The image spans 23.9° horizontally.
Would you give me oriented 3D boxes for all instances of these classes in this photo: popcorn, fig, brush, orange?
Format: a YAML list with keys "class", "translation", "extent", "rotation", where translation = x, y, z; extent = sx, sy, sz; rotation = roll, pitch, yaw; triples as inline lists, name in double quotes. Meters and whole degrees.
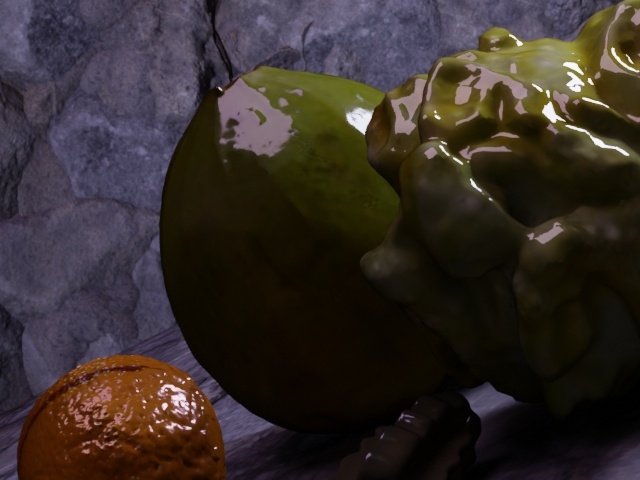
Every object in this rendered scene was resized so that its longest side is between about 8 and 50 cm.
- class: "popcorn"
  translation: [0.178, -0.012, 1.109]
  extent: [0.312, 0.312, 0.312]
  rotation: [-26, 5, 3]
- class: "fig"
  translation: [0.005, -0.001, 1.408]
  extent: [0.343, 0.343, 0.343]
  rotation: [-26, 5, 3]
- class: "brush"
  translation: [0.020, 0.188, 1.001]
  extent: [0.084, 0.071, 0.301]
  rotation: [-36, -1, 34]
- class: "orange"
  translation: [-0.149, 0.184, 1.134]
  extent: [0.161, 0.193, 0.193]
  rotation: [-10, 1, -16]
